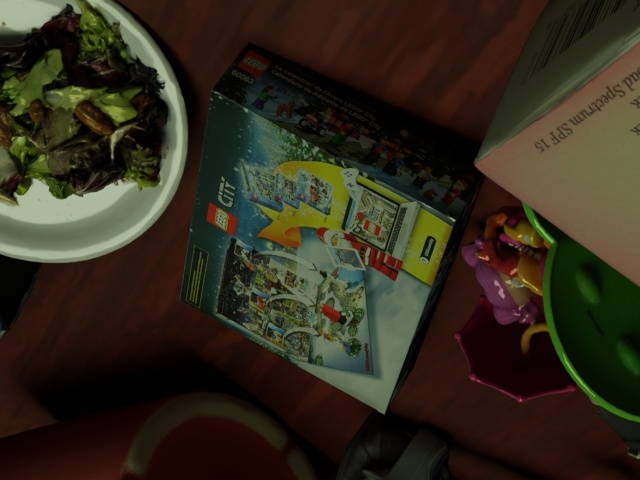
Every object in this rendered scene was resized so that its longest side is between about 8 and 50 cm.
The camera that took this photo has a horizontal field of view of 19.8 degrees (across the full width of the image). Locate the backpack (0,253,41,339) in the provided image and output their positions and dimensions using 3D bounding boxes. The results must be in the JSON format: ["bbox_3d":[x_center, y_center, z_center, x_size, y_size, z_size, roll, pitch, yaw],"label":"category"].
[{"bbox_3d":[-0.329,0.026,1.272,0.277,0.213,0.263,29,157,-8],"label":"backpack"}]

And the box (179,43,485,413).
[{"bbox_3d":[0.000,0.000,1.127,0.159,0.044,0.233,29,147,9],"label":"box"}]

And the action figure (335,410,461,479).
[{"bbox_3d":[0.149,0.220,1.293,0.285,0.099,0.185,14,139,13],"label":"action figure"}]

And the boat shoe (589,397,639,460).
[{"bbox_3d":[0.223,0.106,1.051,0.065,0.075,0.206,62,165,-12],"label":"boat shoe"}]

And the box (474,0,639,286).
[{"bbox_3d":[0.216,-0.042,0.863,0.232,0.126,0.148,35,145,-11],"label":"box"}]

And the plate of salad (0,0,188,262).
[{"bbox_3d":[-0.179,-0.069,1.112,0.200,0.048,0.199,5,118,9],"label":"plate of salad"}]

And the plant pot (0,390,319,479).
[{"bbox_3d":[-0.139,0.243,1.392,0.275,0.275,0.243,40,135,-19],"label":"plant pot"}]

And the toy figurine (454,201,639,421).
[{"bbox_3d":[0.129,0.031,1.054,0.173,0.130,0.159,57,151,-5],"label":"toy figurine"}]
